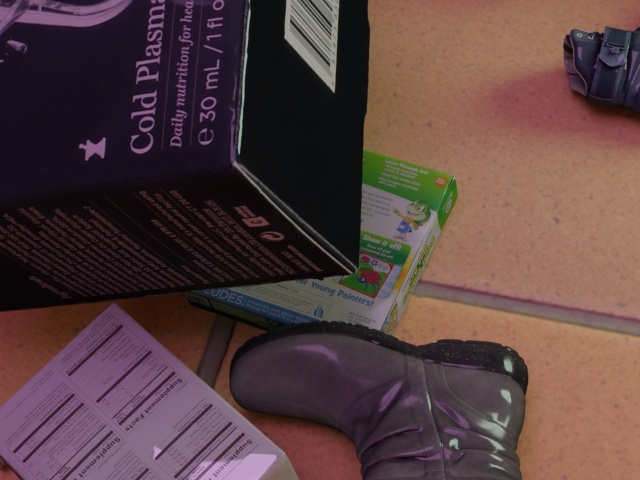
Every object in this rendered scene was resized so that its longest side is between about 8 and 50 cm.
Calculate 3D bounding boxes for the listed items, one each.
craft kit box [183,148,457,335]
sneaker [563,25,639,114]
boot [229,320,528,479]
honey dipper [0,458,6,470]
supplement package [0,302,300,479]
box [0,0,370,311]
[{"bbox_3d":[0.000,0.000,1.727,0.250,0.061,0.246,18,69,20],"label":"craft kit box"},{"bbox_3d":[0.382,-0.253,1.772,0.163,0.086,0.226,13,65,15],"label":"sneaker"},{"bbox_3d":[0.050,0.201,1.528,0.338,0.118,0.222,-1,42,13],"label":"boot"},{"bbox_3d":[-0.309,0.203,1.690,0.161,0.030,0.030,-38,60,-14],"label":"honey dipper"},{"bbox_3d":[-0.175,0.246,1.536,0.263,0.199,0.198,38,73,27],"label":"supplement package"},{"bbox_3d":[-0.218,-0.202,1.521,0.472,0.297,0.479,-8,66,23],"label":"box"}]
